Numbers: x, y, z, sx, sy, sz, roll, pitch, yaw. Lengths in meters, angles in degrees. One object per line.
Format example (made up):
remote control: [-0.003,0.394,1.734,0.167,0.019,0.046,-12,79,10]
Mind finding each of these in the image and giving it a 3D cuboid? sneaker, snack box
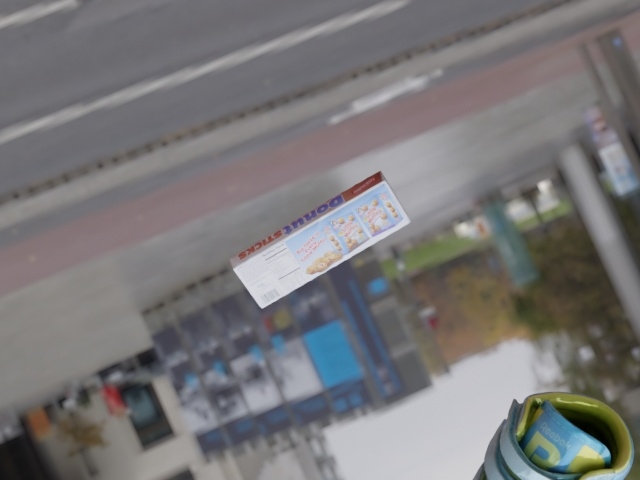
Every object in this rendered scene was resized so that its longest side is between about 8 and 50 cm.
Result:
sneaker: [0.139,0.239,1.414,0.319,0.127,0.208,-39,158,-31]
snack box: [0.000,0.000,1.714,0.178,0.064,0.022,-30,-144,5]
